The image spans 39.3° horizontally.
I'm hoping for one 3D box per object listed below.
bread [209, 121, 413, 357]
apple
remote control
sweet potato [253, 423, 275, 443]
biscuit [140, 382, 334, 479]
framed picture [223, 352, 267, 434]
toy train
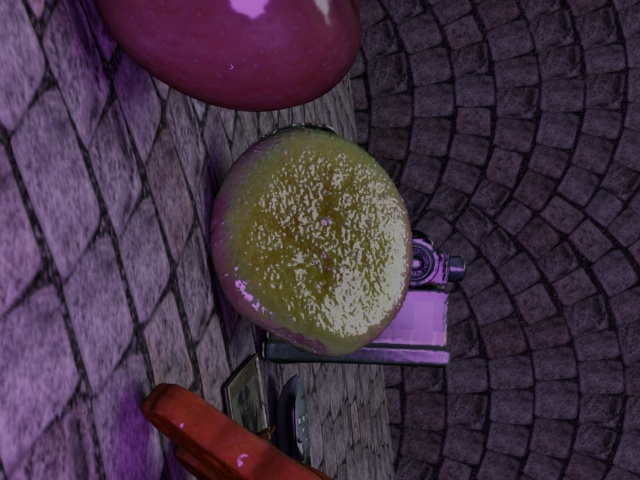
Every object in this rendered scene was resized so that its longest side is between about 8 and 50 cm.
[{"bbox_3d":[0.003,-0.004,1.130,0.045,0.301,0.301,-16,-102,57],"label":"bread"},{"bbox_3d":[-0.086,-0.261,0.809,0.306,0.235,0.305,-4,90,-80],"label":"apple"},{"bbox_3d":[-0.038,0.324,1.303,0.097,0.045,0.256,9,77,-80],"label":"remote control"},{"bbox_3d":[-0.088,0.299,0.941,0.068,0.068,0.226,63,35,-66],"label":"sweet potato"},{"bbox_3d":[-0.013,0.227,0.748,0.047,0.334,0.202,-48,144,-23],"label":"biscuit"},{"bbox_3d":[-0.085,0.273,1.134,0.173,0.010,0.231,-43,125,-79],"label":"framed picture"},{"bbox_3d":[0.054,0.080,1.281,0.120,0.301,0.202,-28,120,-85],"label":"toy train"}]
